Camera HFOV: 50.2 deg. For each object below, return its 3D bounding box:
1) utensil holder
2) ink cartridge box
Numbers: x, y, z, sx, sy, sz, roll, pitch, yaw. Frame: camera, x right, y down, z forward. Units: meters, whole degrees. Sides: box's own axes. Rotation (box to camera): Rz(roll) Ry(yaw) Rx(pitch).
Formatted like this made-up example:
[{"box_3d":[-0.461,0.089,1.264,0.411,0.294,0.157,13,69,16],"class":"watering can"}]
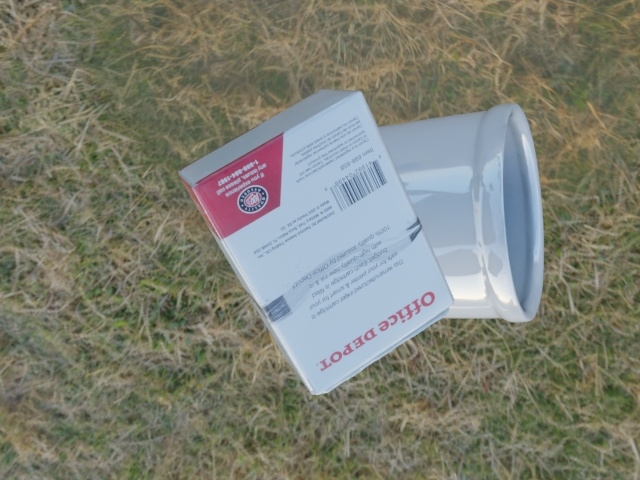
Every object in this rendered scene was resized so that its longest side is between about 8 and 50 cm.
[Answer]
[{"box_3d":[0.136,-0.028,1.100,0.385,0.327,0.328,-5,112,27],"class":"utensil holder"},{"box_3d":[0.000,0.000,0.755,0.197,0.114,0.273,-31,111,-10],"class":"ink cartridge box"}]
